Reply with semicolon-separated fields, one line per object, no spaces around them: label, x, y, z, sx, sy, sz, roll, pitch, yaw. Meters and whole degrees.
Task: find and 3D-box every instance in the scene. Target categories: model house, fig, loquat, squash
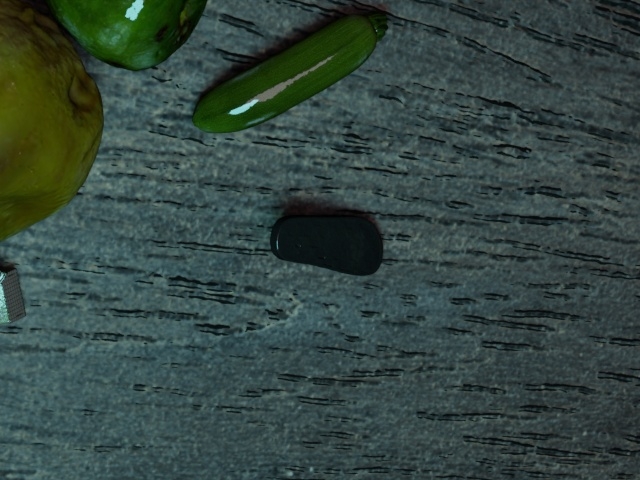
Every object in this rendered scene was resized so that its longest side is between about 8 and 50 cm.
model house;-0.366;0.055;1.817;0.058;0.057;0.083;-10;107;-10
fig;-0.241;-0.301;1.709;0.235;0.203;0.203;26;98;7
loquat;-0.374;-0.124;1.662;0.284;0.276;0.276;-36;116;22
squash;-0.029;-0.191;1.848;0.258;0.069;0.069;-30;113;-7

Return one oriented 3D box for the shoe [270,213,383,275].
shoe;0.000;0.000;1.925;0.179;0.049;0.071;7;93;-43
